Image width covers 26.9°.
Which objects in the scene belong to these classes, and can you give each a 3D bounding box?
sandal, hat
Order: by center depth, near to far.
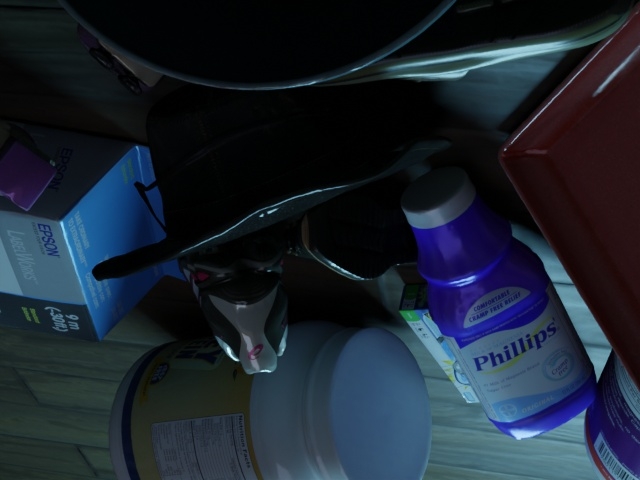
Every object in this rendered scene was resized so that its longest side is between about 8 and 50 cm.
[{"bbox_3d":[0.078,-0.158,0.983,0.302,0.120,0.086,2,160,20],"label":"sandal"},{"bbox_3d":[-0.059,-0.078,1.092,0.331,0.331,0.134,-20,94,43],"label":"hat"}]

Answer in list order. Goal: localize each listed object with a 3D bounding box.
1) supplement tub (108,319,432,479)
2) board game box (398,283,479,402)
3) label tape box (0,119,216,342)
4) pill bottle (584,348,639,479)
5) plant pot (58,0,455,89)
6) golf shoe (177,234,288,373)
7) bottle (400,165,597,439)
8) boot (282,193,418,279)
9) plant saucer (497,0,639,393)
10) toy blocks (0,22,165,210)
[{"bbox_3d":[-0.056,0.211,1.511,0.316,0.228,0.228,-11,140,36],"label":"supplement tub"},{"bbox_3d":[0.186,0.111,1.433,0.136,0.035,0.201,-5,143,30],"label":"board game box"},{"bbox_3d":[-0.289,-0.005,1.378,0.347,0.115,0.249,12,149,8],"label":"label tape box"},{"bbox_3d":[0.361,0.128,1.248,0.181,0.181,0.323,11,148,6],"label":"pill bottle"},{"bbox_3d":[-0.020,-0.230,0.794,0.290,0.290,0.195,10,-175,8],"label":"plant pot"},{"bbox_3d":[-0.081,0.057,1.291,0.105,0.120,0.273,-11,-177,-2],"label":"golf shoe"},{"bbox_3d":[0.163,0.059,1.260,0.118,0.092,0.283,-28,119,4],"label":"bottle"},{"bbox_3d":[0.000,0.000,1.237,0.137,0.077,0.198,-1,175,32],"label":"boot"},{"bbox_3d":[0.275,-0.029,1.038,0.047,0.258,0.259,-21,164,-31],"label":"plant saucer"},{"bbox_3d":[-0.334,-0.146,1.124,0.288,0.309,0.260,43,173,-20],"label":"toy blocks"}]
